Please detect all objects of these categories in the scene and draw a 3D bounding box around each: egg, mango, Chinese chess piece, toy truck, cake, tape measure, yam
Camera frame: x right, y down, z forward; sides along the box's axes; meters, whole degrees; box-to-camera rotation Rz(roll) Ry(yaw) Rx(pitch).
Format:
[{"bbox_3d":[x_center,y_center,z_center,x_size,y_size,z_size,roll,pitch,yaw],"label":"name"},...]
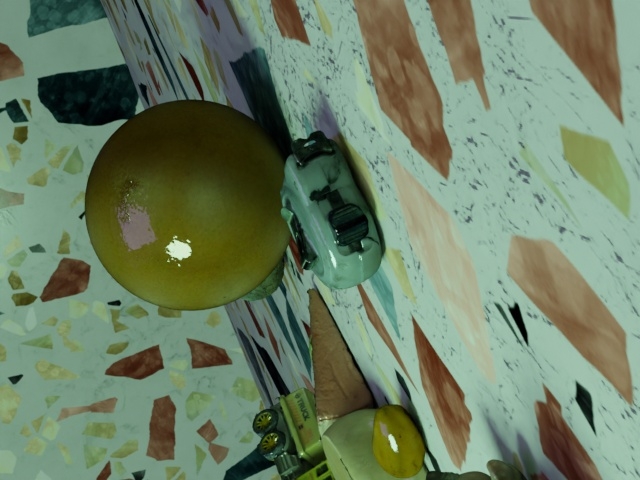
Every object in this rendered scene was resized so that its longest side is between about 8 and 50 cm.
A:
[{"bbox_3d":[-0.173,-0.046,1.582,0.351,0.282,0.282,154,93,-80],"label":"egg"},{"bbox_3d":[0.096,0.250,1.484,0.080,0.060,0.114,49,156,52],"label":"mango"},{"bbox_3d":[0.093,0.352,1.634,0.251,0.097,0.251,62,170,20],"label":"Chinese chess piece"},{"bbox_3d":[0.003,0.346,1.872,0.124,0.157,0.272,47,-169,-37],"label":"toy truck"},{"bbox_3d":[0.027,0.188,1.784,0.109,0.090,0.225,79,-177,-59],"label":"cake"},{"bbox_3d":[-0.001,-0.001,1.360,0.330,0.084,0.164,104,146,-72],"label":"tape measure"},{"bbox_3d":[-0.111,0.014,1.928,0.183,0.107,0.107,87,158,-57],"label":"yam"}]

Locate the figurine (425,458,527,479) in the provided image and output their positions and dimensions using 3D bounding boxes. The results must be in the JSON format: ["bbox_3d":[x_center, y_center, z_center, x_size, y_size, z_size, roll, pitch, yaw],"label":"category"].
[{"bbox_3d":[0.148,0.295,1.024,0.167,0.192,0.257,41,-164,-3],"label":"figurine"}]
